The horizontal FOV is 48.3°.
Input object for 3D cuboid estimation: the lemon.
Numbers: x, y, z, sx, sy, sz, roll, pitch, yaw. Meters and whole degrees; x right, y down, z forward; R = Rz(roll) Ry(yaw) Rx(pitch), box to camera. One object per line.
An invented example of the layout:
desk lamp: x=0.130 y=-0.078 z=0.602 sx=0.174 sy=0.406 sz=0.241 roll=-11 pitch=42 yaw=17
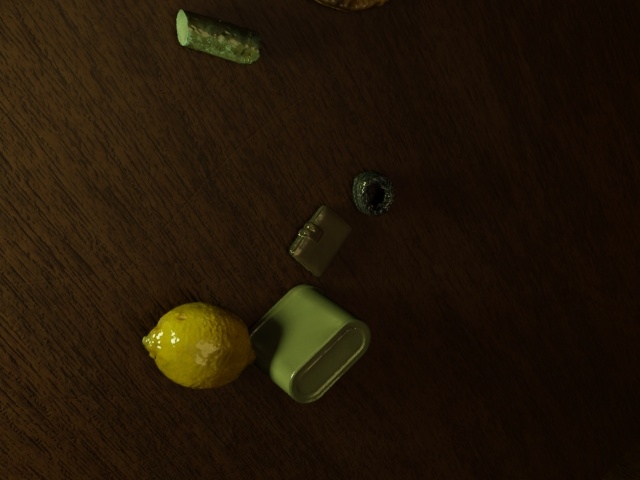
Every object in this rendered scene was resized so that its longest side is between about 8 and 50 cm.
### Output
lemon: x=-0.256 y=0.226 z=1.540 sx=0.256 sy=0.188 sz=0.188 roll=16 pitch=95 yaw=-28

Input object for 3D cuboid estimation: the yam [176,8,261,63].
yam: x=-0.208 y=-0.415 z=1.468 sx=0.179 sy=0.078 sz=0.078 roll=9 pitch=98 yaw=-30

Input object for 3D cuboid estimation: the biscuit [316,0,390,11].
biscuit: x=0.071 y=-0.590 z=1.591 sx=0.299 sy=0.045 sz=0.154 roll=0 pitch=101 yaw=-29

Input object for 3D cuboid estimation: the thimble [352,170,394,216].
thimble: x=0.128 y=-0.114 z=1.731 sx=0.095 sy=0.066 sz=0.104 roll=-29 pitch=117 yaw=-18

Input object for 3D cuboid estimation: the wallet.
wallet: x=0.000 y=0.000 z=1.707 sx=0.118 sy=0.038 sz=0.153 roll=43 pitch=78 yaw=-32

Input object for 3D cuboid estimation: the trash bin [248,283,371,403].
trash bin: x=-0.032 y=0.230 z=1.628 sx=0.243 sy=0.247 sz=0.121 roll=-44 pitch=120 yaw=-13
